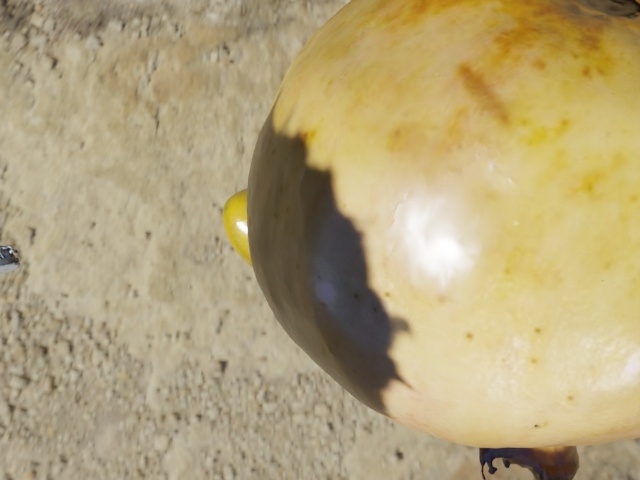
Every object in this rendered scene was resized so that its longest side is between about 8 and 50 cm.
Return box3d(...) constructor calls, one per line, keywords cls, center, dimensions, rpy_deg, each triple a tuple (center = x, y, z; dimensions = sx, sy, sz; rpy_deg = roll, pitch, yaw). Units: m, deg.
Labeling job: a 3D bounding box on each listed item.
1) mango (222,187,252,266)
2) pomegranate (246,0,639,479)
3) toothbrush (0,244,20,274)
box3d(cls="mango", center=(0.000, 0.000, 1.336), dimensions=(0.253, 0.138, 0.113), rpy_deg=(18, 126, -44))
box3d(cls="pomegranate", center=(0.125, -0.003, 0.827), dimensions=(0.338, 0.338, 0.338), rpy_deg=(-1, 112, -2))
box3d(cls="toothbrush", center=(-0.398, 0.045, 1.244), dimensions=(0.021, 0.288, 0.024), rpy_deg=(-46, 70, 42))
